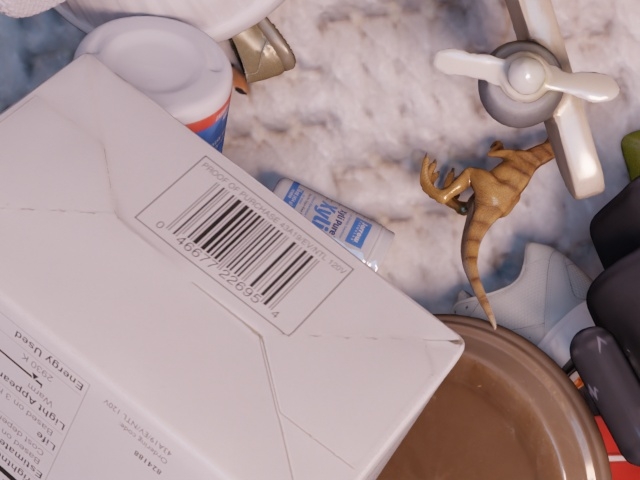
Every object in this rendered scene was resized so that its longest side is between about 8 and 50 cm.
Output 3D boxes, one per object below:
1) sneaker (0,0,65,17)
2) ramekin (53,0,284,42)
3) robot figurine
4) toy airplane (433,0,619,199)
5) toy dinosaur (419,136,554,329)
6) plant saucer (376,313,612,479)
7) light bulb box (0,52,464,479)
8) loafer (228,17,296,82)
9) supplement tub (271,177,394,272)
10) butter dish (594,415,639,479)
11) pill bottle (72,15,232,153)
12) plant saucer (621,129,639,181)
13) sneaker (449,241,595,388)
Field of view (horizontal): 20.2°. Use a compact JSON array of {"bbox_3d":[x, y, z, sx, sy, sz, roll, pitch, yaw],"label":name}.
[{"bbox_3d":[-0.204,-0.298,1.328,0.153,0.101,0.268,27,80,18],"label":"sneaker"},{"bbox_3d":[-0.132,-0.293,1.426,0.273,0.127,0.272,-3,78,14],"label":"ramekin"},{"bbox_3d":[0.307,0.079,1.342,0.209,0.173,0.278,-27,74,13],"label":"robot figurine"},{"bbox_3d":[0.120,-0.274,1.340,0.272,0.384,0.386,-18,47,-20],"label":"toy airplane"},{"bbox_3d":[0.135,-0.032,1.457,0.112,0.064,0.211,11,51,36],"label":"toy dinosaur"},{"bbox_3d":[0.094,0.197,1.413,0.278,0.041,0.277,1,93,30],"label":"plant saucer"},{"bbox_3d":[-0.147,0.131,1.309,0.358,0.361,0.225,38,47,8],"label":"light bulb box"},{"bbox_3d":[-0.080,-0.193,1.497,0.050,0.056,0.148,-39,90,-5],"label":"loafer"},{"bbox_3d":[0.000,0.000,1.492,0.107,0.071,0.071,26,91,1],"label":"supplement tub"},{"bbox_3d":[0.206,0.218,1.476,0.160,0.118,0.159,4,91,-41],"label":"butter dish"},{"bbox_3d":[-0.141,-0.057,1.422,0.124,0.124,0.221,13,135,1],"label":"pill bottle"},{"bbox_3d":[0.354,-0.028,1.459,0.188,0.045,0.188,-17,78,16],"label":"plant saucer"},{"bbox_3d":[0.130,0.112,1.494,0.262,0.099,0.121,-43,65,8],"label":"sneaker"}]
